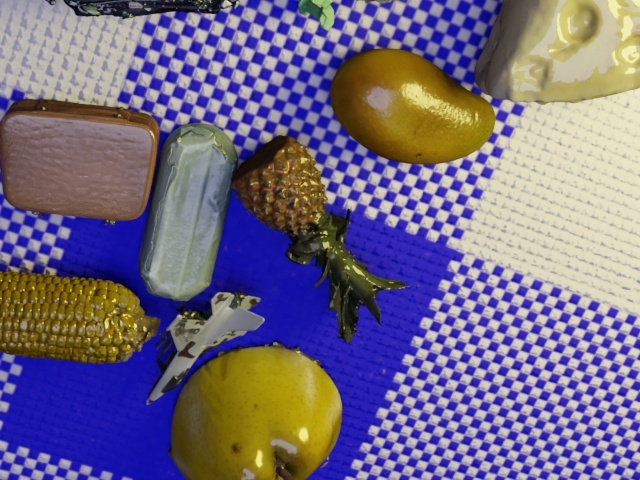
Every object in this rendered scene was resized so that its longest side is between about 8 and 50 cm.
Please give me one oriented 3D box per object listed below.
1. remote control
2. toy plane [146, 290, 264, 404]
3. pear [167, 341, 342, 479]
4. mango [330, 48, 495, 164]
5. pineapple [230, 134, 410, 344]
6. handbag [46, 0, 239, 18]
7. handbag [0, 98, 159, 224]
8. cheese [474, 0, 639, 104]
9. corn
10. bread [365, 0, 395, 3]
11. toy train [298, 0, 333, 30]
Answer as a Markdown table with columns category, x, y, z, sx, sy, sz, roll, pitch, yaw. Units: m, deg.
| category | x | y | z | sx | sy | sz | roll | pitch | yaw |
| --- | --- | --- | --- | --- | --- | --- | --- | --- | --- |
| remote control | -0.175 | -0.032 | 1.357 | 0.104 | 0.052 | 0.247 | 9 | 109 | -14 |
| toy plane | -0.172 | 0.134 | 1.401 | 0.234 | 0.082 | 0.160 | -36 | 155 | 25 |
| pear | -0.092 | 0.286 | 1.424 | 0.266 | 0.178 | 0.267 | -1 | 108 | -2 |
| mango | 0.118 | -0.164 | 1.311 | 0.227 | 0.099 | 0.136 | 15 | 103 | -20 |
| pineapple | 0.000 | 0.000 | 1.341 | 0.119 | 0.130 | 0.277 | -36 | 111 | 4 |
| handbag | -0.210 | -0.343 | 1.200 | 0.260 | 0.113 | 0.162 | -4 | 118 | -12 |
| handbag | -0.304 | -0.098 | 1.309 | 0.193 | 0.072 | 0.151 | 3 | 111 | -9 |
| cheese | 0.336 | -0.278 | 1.247 | 0.247 | 0.173 | 0.251 | 8 | 105 | -7 |
| corn | -0.372 | 0.099 | 1.354 | 0.321 | 0.119 | 0.119 | 5 | 111 | -7 |
| bread | 0.106 | -0.334 | 1.246 | 0.157 | 0.083 | 0.094 | -30 | 111 | -3 |
| toy train | 0.007 | -0.341 | 1.237 | 0.081 | 0.099 | 0.149 | 22 | 104 | -43 |
